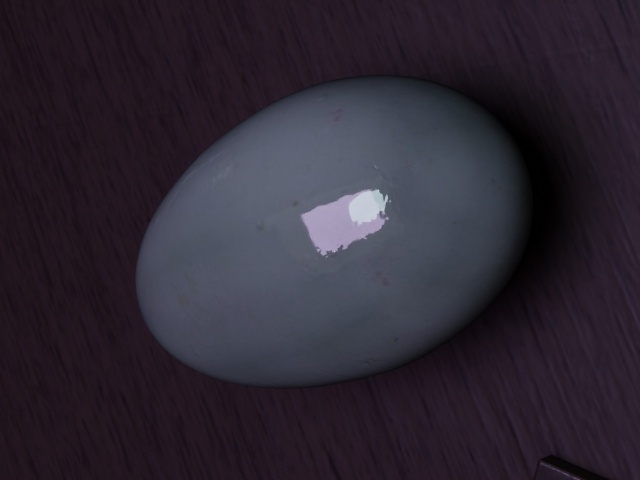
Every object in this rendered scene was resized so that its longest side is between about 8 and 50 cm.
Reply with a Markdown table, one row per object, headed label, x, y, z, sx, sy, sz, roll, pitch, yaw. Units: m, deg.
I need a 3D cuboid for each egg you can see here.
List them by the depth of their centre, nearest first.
| label | x | y | z | sx | sy | sz | roll | pitch | yaw |
| --- | --- | --- | --- | --- | --- | --- | --- | --- | --- |
| egg | 0.000 | 0.000 | 1.458 | 0.371 | 0.230 | 0.229 | -21 | 83 | 38 |

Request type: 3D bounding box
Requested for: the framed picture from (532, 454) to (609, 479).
| label | x | y | z | sx | sy | sz | roll | pitch | yaw |
| --- | --- | --- | --- | --- | --- | --- | --- | --- | --- |
| framed picture | 0.231 | 0.259 | 1.453 | 0.168 | 0.023 | 0.127 | 22 | 106 | 30 |
